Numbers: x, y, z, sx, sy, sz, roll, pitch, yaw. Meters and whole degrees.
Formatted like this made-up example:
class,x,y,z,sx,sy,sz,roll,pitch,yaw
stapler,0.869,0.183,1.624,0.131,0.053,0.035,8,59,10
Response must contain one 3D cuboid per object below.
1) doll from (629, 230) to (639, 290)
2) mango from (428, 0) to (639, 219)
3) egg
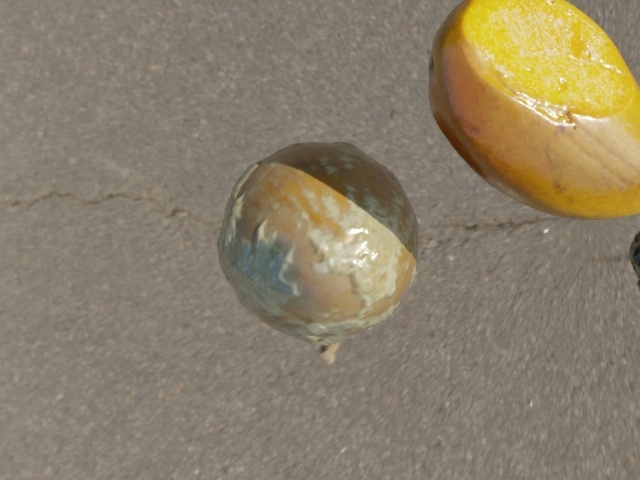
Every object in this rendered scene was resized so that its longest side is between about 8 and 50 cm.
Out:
class,x,y,z,sx,sy,sz,roll,pitch,yaw
doll,0.506,0.057,1.235,0.091,0.286,0.202,-2,133,-14
mango,0.176,-0.097,0.716,0.217,0.102,0.141,36,72,-3
egg,0.000,0.000,0.917,0.203,0.245,0.203,-2,101,-10
